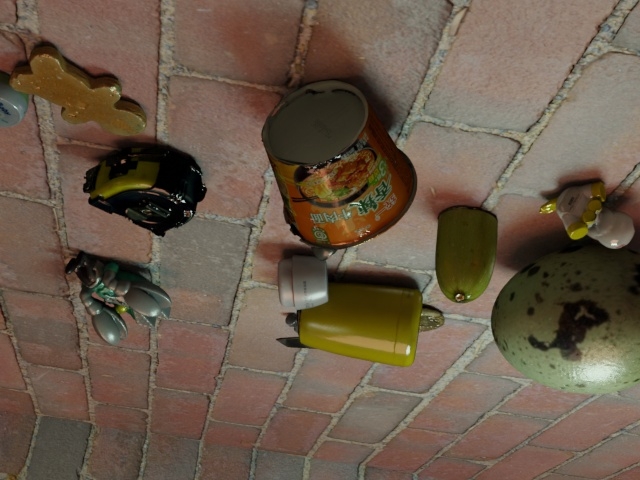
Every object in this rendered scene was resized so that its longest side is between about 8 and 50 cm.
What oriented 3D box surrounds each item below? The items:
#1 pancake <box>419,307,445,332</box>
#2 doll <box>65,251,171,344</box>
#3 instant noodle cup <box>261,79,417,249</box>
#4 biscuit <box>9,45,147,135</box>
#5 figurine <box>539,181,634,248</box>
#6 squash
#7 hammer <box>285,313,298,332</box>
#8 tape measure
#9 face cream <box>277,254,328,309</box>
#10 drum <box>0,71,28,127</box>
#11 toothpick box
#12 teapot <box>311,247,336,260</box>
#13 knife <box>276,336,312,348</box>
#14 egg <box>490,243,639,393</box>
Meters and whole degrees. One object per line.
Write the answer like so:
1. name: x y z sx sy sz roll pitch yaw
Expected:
1. pancake: 0.214 0.184 2.352 0.158 0.028 0.158 6 157 2
2. doll: -0.473 0.142 2.302 0.258 0.153 0.195 18 139 -11
3. instant noodle cup: 0.020 -0.126 1.565 0.230 0.230 0.182 -3 143 20
4. biscuit: -0.389 -0.237 1.640 0.234 0.030 0.153 26 149 -34
5. figurine: 0.488 -0.038 1.774 0.178 0.109 0.130 22 177 -29
6. squash: 0.271 0.035 1.860 0.123 0.186 0.123 6 147 4
7. hammer: 0.069 0.217 2.417 0.290 0.037 0.137 -2 155 32
8. tape measure: -0.313 -0.094 1.827 0.199 0.112 0.186 26 146 -36
9. face cream: -0.037 0.088 2.118 0.104 0.117 0.117 -3 154 1
10. drum: -0.614 -0.243 1.663 0.253 0.049 0.130 6 154 1
11. toothpick box: 0.083 0.177 2.209 0.272 0.174 0.175 7 154 7
12. teapot: 0.000 0.000 2.003 0.057 0.066 0.088 43 164 -22
13. knife: -0.006 0.266 2.588 0.231 0.028 0.060 2 142 17
14. egg: 0.507 0.150 1.917 0.288 0.287 0.379 27 159 -35
